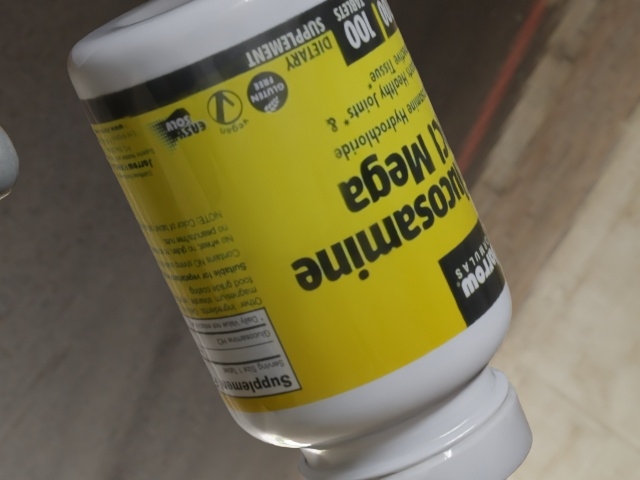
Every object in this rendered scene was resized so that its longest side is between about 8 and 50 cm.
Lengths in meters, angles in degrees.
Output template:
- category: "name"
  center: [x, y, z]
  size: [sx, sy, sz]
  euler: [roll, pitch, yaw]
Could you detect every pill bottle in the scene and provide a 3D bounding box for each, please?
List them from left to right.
- category: "pill bottle"
  center: [0.000, 0.000, 1.117]
  size: [0.188, 0.334, 0.188]
  euler: [-23, -167, 6]

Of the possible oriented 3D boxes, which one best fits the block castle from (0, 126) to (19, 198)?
- category: "block castle"
  center: [-0.202, -0.191, 0.454]
  size: [0.303, 0.213, 0.453]
  euler: [-26, 132, -54]
